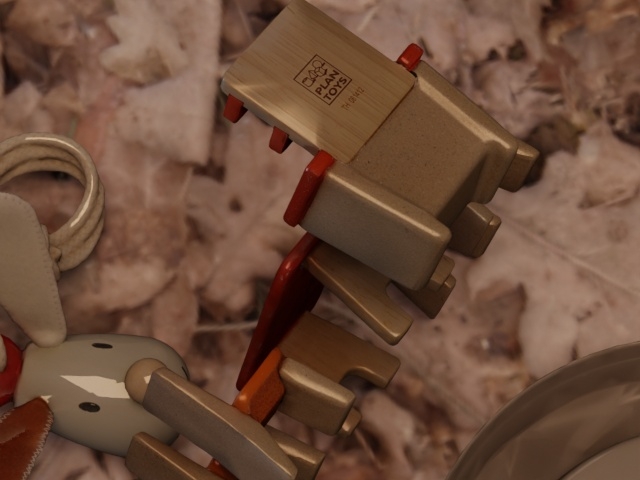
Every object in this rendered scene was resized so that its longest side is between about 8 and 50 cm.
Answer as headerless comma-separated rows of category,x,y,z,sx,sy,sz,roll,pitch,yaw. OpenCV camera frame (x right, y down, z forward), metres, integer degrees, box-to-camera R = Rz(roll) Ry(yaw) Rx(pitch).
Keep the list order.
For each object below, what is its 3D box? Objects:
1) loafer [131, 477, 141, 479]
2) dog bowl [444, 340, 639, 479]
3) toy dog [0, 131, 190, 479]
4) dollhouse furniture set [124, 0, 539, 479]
loafer,-0.176,0.219,1.096,0.267,0.084,0.096,-29,110,-5
dog bowl,0.215,0.231,1.049,0.349,0.102,0.348,1,64,-3
toy dog,-0.225,0.046,1.034,0.334,0.161,0.220,-11,82,-25
dollhouse furniture set,0.000,0.000,1.033,0.135,0.259,0.262,34,57,8
